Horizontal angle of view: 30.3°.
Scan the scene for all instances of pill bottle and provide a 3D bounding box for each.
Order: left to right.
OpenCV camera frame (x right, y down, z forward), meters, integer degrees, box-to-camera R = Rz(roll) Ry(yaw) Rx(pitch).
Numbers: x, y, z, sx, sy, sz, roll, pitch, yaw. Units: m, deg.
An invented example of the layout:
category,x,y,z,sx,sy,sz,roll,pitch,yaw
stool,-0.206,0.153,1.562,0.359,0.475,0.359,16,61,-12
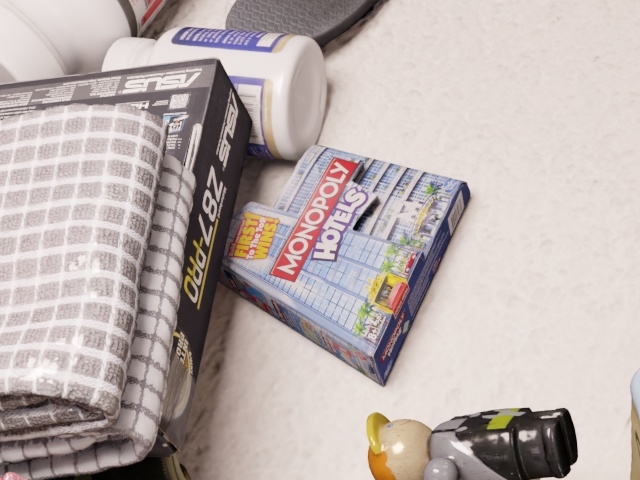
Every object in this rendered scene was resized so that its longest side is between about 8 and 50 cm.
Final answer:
category,x,y,z,sx,sy,sz,roll,pitch,yaw
pill bottle,-0.236,-0.292,1.149,0.210,0.210,0.363,20,64,25
pill bottle,-0.098,-0.137,1.075,0.186,0.112,0.112,8,60,19

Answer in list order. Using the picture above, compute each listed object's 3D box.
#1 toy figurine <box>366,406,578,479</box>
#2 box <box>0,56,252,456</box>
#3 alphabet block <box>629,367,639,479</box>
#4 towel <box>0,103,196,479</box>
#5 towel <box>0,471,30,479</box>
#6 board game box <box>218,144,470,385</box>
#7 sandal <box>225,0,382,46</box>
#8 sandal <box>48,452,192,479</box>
category,x,y,z,sx,sy,sz,roll,pitch,yaw
toy figurine,0.104,0.222,0.740,0.148,0.213,0.209,-12,51,26
box,-0.273,0.012,0.953,0.395,0.097,0.318,-4,52,18
alphabet block,0.304,0.180,0.720,0.193,0.197,0.192,-11,57,7
towel,-0.237,0.036,0.788,0.283,0.121,0.235,-8,54,15
towel,-0.088,0.303,0.705,0.329,0.037,0.237,27,59,-22
board game box,0.000,0.000,0.994,0.194,0.060,0.194,16,63,22
sandal,0.022,-0.243,1.157,0.254,0.054,0.097,-34,63,-20
sandal,-0.129,0.215,0.874,0.120,0.086,0.303,-34,61,-8
